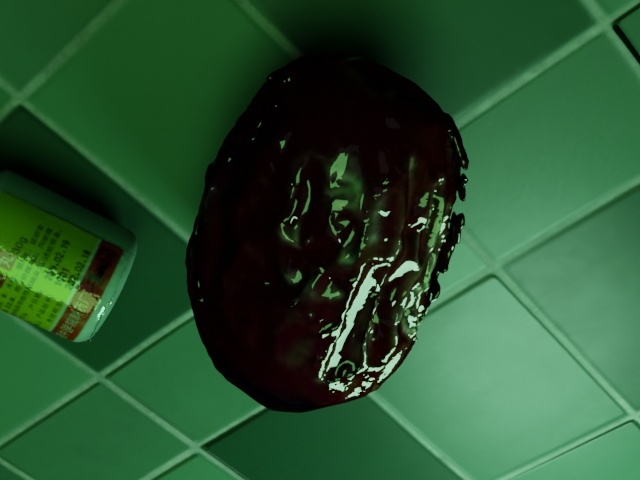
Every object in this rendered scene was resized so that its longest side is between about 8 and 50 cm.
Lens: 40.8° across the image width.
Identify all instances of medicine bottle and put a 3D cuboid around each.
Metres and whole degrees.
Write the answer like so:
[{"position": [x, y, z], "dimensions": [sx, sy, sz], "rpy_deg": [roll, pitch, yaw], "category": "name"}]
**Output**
[{"position": [-0.323, 0.006, 0.923], "dimensions": [0.225, 0.139, 0.139], "rpy_deg": [28, 122, -17], "category": "medicine bottle"}]

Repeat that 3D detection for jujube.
[{"position": [0.000, 0.000, 0.856], "dimensions": [0.259, 0.258, 0.376], "rpy_deg": [15, 119, -9], "category": "jujube"}]
